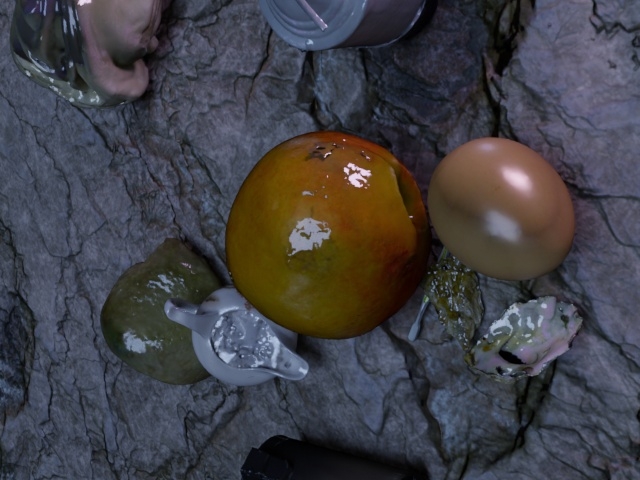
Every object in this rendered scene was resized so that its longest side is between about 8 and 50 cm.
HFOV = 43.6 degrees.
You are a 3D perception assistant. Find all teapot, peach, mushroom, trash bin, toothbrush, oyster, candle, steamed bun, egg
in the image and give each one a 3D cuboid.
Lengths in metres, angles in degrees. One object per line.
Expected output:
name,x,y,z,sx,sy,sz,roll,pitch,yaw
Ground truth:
teapot,-0.158,0.180,1.544,0.298,0.139,0.204,19,100,0
peach,0.000,-0.002,1.346,0.373,0.289,0.372,8,131,9
mushroom,-0.326,0.136,1.655,0.292,0.212,0.217,52,128,24
trash bin,0.025,0.487,1.463,0.302,0.202,0.252,6,141,32
toothbrush,0.201,0.059,1.385,0.022,0.026,0.262,26,111,22
oyster,0.222,0.098,1.362,0.122,0.045,0.146,22,108,26
candle,0.033,-0.406,1.240,0.222,0.343,0.221,10,108,32
oyster,0.334,0.172,1.292,0.209,0.072,0.132,-45,43,16
steamed bun,-0.496,-0.441,1.637,0.352,0.247,0.339,18,109,26
egg,0.277,-0.041,1.204,0.201,0.201,0.244,-65,35,23

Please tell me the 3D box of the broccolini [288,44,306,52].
broccolini,-0.055,-0.446,1.472,0.067,0.058,0.216,-20,77,0
